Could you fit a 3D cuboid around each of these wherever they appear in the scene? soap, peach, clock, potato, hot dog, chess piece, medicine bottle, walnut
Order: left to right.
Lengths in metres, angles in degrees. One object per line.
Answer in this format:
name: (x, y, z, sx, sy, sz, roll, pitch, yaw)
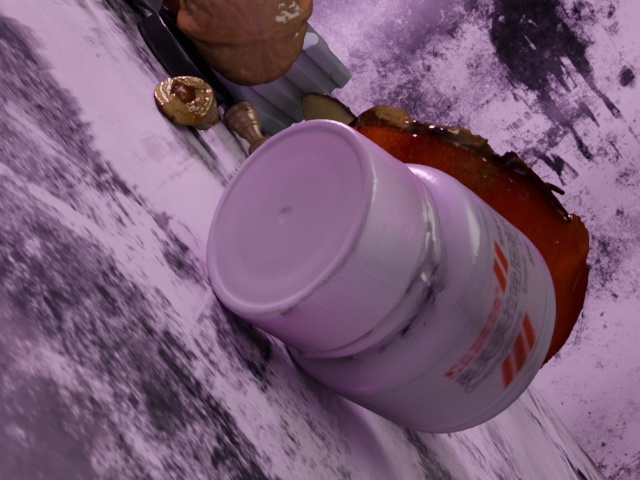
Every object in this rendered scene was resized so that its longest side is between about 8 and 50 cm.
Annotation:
clock: (-0.217, -0.287, 1.824, 0.184, 0.040, 0.184, 51, 7, -9)
hot dog: (-0.175, -0.191, 1.548, 0.078, 0.061, 0.169, 51, 7, 3)
walnut: (-0.121, -0.366, 1.854, 0.225, 0.225, 0.261, 48, 7, -27)
chess piece: (-0.096, -0.150, 1.868, 0.172, 0.060, 0.060, 58, 9, 24)
soap: (-0.083, -0.318, 2.141, 0.115, 0.208, 0.347, 52, 8, 13)
potato: (0.049, -0.148, 2.259, 0.255, 0.112, 0.269, 63, 13, -85)
medicine bottle: (0.066, 0.039, 1.178, 0.325, 0.256, 0.256, 35, 17, -42)
peach: (0.160, 0.008, 1.513, 0.339, 0.353, 0.417, 6, -62, 59)

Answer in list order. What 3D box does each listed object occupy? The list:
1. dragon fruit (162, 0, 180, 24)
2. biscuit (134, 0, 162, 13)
dragon fruit: (-0.234, -0.449, 2.174, 0.205, 0.152, 0.317, 62, -6, -35)
biscuit: (-0.317, -0.535, 1.904, 0.186, 0.079, 0.309, 34, 49, -60)
